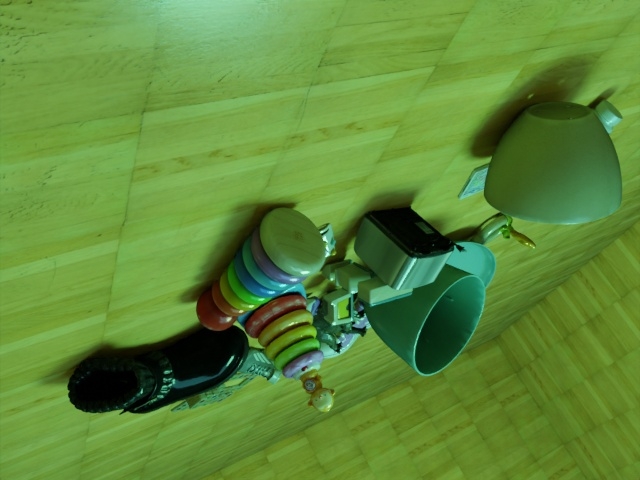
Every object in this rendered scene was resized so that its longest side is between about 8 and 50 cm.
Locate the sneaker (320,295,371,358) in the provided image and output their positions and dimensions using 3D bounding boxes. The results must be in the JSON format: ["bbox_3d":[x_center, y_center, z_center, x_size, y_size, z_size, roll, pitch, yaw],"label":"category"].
[{"bbox_3d":[0.086,0.225,1.968,0.282,0.102,0.161,-37,156,-11],"label":"sneaker"}]

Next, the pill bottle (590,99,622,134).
[{"bbox_3d":[0.653,-0.269,1.627,0.078,0.078,0.137,-7,149,-45],"label":"pill bottle"}]

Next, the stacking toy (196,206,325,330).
[{"bbox_3d":[-0.141,0.077,1.304,0.141,0.141,0.330,-5,153,-48],"label":"stacking toy"}]

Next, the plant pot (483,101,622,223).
[{"bbox_3d":[0.490,-0.181,1.412,0.284,0.284,0.191,-20,122,-25],"label":"plant pot"}]

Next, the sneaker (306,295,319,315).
[{"bbox_3d":[-0.042,0.205,1.785,0.071,0.068,0.170,-25,160,-35],"label":"sneaker"}]

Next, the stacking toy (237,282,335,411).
[{"bbox_3d":[-0.056,0.259,1.554,0.175,0.302,0.166,-27,159,-6],"label":"stacking toy"}]

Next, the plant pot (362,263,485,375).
[{"bbox_3d":[0.256,0.174,1.797,0.293,0.235,0.293,-27,131,-35],"label":"plant pot"}]

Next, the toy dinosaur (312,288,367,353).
[{"bbox_3d":[0.026,0.229,1.857,0.160,0.121,0.313,28,135,-21],"label":"toy dinosaur"}]

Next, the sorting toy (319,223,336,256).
[{"bbox_3d":[0.000,0.000,1.431,0.083,0.045,0.075,-23,138,-19],"label":"sorting toy"}]

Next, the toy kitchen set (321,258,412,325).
[{"bbox_3d":[0.108,0.142,1.598,0.122,0.207,0.166,-13,113,-28],"label":"toy kitchen set"}]

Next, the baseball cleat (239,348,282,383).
[{"bbox_3d":[-0.166,0.354,1.887,0.072,0.109,0.206,-52,159,15],"label":"baseball cleat"}]

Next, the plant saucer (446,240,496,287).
[{"bbox_3d":[0.370,0.110,2.013,0.317,0.044,0.318,-11,135,-11],"label":"plant saucer"}]

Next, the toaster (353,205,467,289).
[{"bbox_3d":[0.192,0.017,1.498,0.168,0.185,0.110,-10,134,-44],"label":"toaster"}]

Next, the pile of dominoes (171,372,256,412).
[{"bbox_3d":[-0.310,0.473,2.059,0.196,0.040,0.251,-41,156,24],"label":"pile of dominoes"}]

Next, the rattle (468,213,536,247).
[{"bbox_3d":[0.514,0.022,2.018,0.199,0.143,0.130,-37,177,1],"label":"rattle"}]

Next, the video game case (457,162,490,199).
[{"bbox_3d":[0.390,-0.149,1.640,0.087,0.011,0.122,-23,158,-20],"label":"video game case"}]

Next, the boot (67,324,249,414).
[{"bbox_3d":[-0.338,0.278,1.461,0.347,0.131,0.260,-30,159,0],"label":"boot"}]
